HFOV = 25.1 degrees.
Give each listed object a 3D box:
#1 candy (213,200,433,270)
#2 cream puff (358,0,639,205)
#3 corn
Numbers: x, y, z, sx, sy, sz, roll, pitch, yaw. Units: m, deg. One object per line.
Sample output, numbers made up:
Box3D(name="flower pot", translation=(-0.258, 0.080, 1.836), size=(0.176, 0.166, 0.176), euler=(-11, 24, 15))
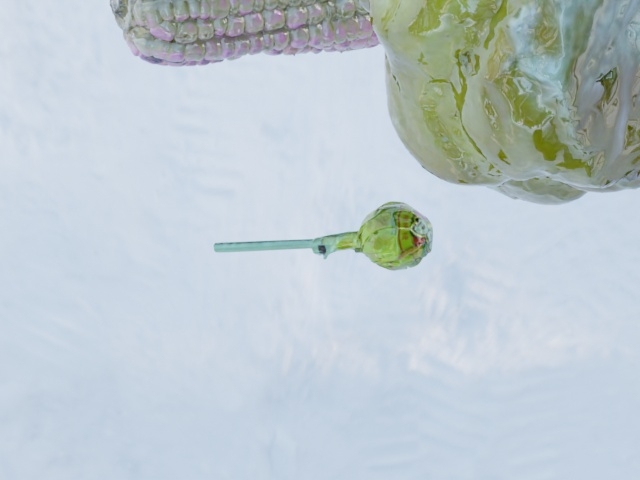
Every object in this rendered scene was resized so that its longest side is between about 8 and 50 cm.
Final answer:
Box3D(name="candy", translation=(0.000, 0.000, 1.210), size=(0.193, 0.062, 0.058), euler=(-4, 64, 19))
Box3D(name="cream puff", translation=(0.162, -0.205, 0.971), size=(0.275, 0.378, 0.378), euler=(34, 78, 37))
Box3D(name="corn", translation=(-0.019, -0.218, 1.290), size=(0.335, 0.126, 0.127), euler=(-3, 79, -17))
